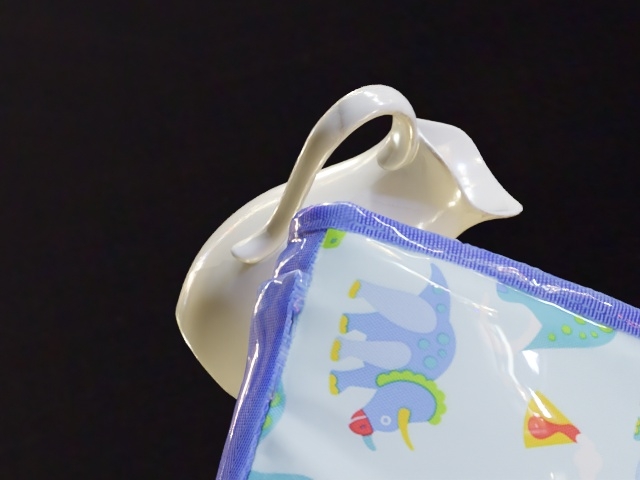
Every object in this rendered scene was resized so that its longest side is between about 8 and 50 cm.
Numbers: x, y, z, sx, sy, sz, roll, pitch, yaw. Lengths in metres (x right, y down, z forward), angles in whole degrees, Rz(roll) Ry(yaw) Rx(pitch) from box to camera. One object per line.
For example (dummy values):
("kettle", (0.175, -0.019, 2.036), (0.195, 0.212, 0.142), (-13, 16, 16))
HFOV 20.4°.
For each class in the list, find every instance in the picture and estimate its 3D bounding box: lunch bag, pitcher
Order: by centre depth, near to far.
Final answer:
("lunch bag", (0.039, 0.078, 0.373), (0.096, 0.151, 0.129), (-14, -125, 53))
("pitcher", (0.000, 0.000, 1.086), (0.207, 0.178, 0.125), (-40, -126, 10))
